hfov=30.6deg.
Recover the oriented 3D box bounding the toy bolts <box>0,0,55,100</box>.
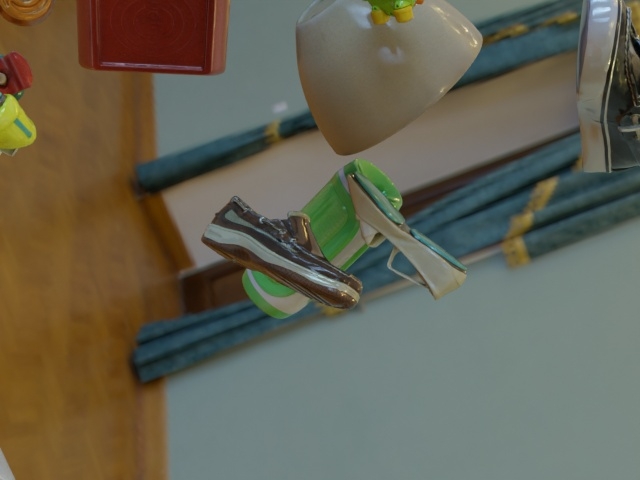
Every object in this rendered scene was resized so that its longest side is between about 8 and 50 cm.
[{"bbox_3d":[-0.543,-0.343,1.971,0.158,0.218,0.229,-167,-122,-73],"label":"toy bolts"}]

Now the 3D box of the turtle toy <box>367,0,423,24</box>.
[{"bbox_3d":[0.091,-0.340,1.553,0.130,0.066,0.095,11,-57,55],"label":"turtle toy"}]

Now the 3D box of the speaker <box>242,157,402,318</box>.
[{"bbox_3d":[0.000,0.000,1.981,0.131,0.296,0.131,37,23,-19],"label":"speaker"}]

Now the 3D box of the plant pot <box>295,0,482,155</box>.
[{"bbox_3d":[0.072,-0.292,1.748,0.191,0.284,0.284,49,13,-19],"label":"plant pot"}]

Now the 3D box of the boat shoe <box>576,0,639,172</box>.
[{"bbox_3d":[0.322,-0.157,1.213,0.306,0.105,0.113,66,30,-58],"label":"boat shoe"}]

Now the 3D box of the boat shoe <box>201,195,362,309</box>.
[{"bbox_3d":[-0.043,0.004,1.519,0.257,0.095,0.095,24,-11,32],"label":"boat shoe"}]

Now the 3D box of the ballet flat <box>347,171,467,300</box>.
[{"bbox_3d":[0.115,-0.002,1.812,0.248,0.086,0.086,43,-1,15],"label":"ballet flat"}]

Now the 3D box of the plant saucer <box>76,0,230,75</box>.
[{"bbox_3d":[-0.283,-0.377,1.971,0.048,0.259,0.258,-95,-170,-45],"label":"plant saucer"}]

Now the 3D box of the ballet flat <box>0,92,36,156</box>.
[{"bbox_3d":[-0.413,-0.131,1.434,0.077,0.077,0.231,40,-23,-29],"label":"ballet flat"}]

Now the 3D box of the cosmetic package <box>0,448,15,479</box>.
[{"bbox_3d":[-0.627,0.215,1.378,0.394,0.329,0.327,45,-5,46],"label":"cosmetic package"}]
